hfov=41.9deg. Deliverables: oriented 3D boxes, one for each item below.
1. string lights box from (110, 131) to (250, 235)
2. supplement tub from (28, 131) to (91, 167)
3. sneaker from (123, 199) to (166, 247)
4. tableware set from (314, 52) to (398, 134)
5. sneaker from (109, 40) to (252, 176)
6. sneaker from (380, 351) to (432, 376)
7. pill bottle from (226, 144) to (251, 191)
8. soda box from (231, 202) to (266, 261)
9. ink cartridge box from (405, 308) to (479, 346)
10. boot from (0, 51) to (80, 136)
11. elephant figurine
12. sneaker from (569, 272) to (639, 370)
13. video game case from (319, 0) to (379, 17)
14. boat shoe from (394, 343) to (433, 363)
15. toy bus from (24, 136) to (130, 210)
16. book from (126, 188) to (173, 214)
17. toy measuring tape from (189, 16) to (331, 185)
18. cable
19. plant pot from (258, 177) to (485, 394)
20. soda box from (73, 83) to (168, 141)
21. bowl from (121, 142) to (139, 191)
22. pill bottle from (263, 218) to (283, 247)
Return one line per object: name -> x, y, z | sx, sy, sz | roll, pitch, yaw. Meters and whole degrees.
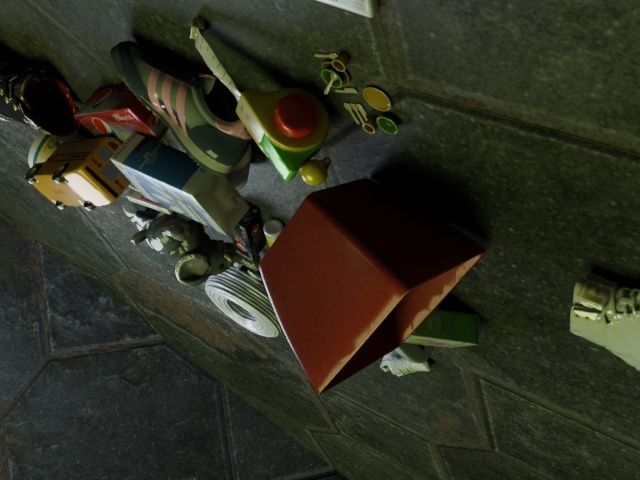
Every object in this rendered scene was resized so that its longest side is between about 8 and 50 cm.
string lights box -> -0.270, -0.111, 1.597 | 0.259, 0.077, 0.133 | 23, 159, 39
supplement tub -> -0.599, -0.187, 2.062 | 0.199, 0.144, 0.144 | 32, 158, 7
sneaker -> -0.402, -0.023, 2.187 | 0.235, 0.094, 0.153 | 21, 156, 32
tableware set -> 0.054, -0.213, 1.231 | 0.104, 0.024, 0.154 | 13, 149, 43
sneaker -> -0.233, -0.264, 1.469 | 0.319, 0.131, 0.112 | 46, -157, 10
sneaker -> 0.207, 0.304, 2.027 | 0.152, 0.061, 0.054 | 3, 140, 51
pill bottle -> -0.176, -0.156, 1.591 | 0.087, 0.087, 0.160 | 33, 158, 5
soda box -> -0.166, -0.021, 1.894 | 0.053, 0.060, 0.169 | 27, 156, 15
ink cartridge box -> 0.193, 0.167, 1.637 | 0.209, 0.062, 0.109 | 10, 166, -19
boot -> -0.727, -0.373, 1.870 | 0.284, 0.138, 0.377 | 21, 158, 33
elephant figurine -> -0.290, 0.028, 2.008 | 0.186, 0.169, 0.239 | 0, 132, 49
sneaker -> 0.447, 0.102, 1.202 | 0.169, 0.108, 0.292 | 27, 158, 11
video game case -> -0.022, -0.372, 1.012 | 0.183, 0.023, 0.201 | 24, 156, 24
boat shoe -> 0.113, 0.155, 1.771 | 0.119, 0.121, 0.335 | 9, 147, 46
toy bus -> -0.533, -0.148, 1.845 | 0.108, 0.130, 0.332 | 46, 157, -29
book -> -0.374, -0.118, 1.943 | 0.144, 0.096, 0.035 | 19, 154, 35
toy measuring tape -> -0.078, -0.231, 1.328 | 0.330, 0.121, 0.121 | 56, 160, 8
cable -> -0.196, 0.169, 2.287 | 0.257, 0.089, 0.257 | 43, 157, -19
plant pot -> 0.062, 0.048, 1.383 | 0.236, 0.267, 0.267 | 48, 124, 17
soda box -> -0.395, -0.260, 1.699 | 0.263, 0.083, 0.092 | 5, 146, 50
bowl -> -0.424, -0.190, 1.890 | 0.170, 0.080, 0.170 | 30, 157, 14
pill bottle -> -0.098, -0.009, 1.842 | 0.043, 0.043, 0.083 | 27, 156, 20
